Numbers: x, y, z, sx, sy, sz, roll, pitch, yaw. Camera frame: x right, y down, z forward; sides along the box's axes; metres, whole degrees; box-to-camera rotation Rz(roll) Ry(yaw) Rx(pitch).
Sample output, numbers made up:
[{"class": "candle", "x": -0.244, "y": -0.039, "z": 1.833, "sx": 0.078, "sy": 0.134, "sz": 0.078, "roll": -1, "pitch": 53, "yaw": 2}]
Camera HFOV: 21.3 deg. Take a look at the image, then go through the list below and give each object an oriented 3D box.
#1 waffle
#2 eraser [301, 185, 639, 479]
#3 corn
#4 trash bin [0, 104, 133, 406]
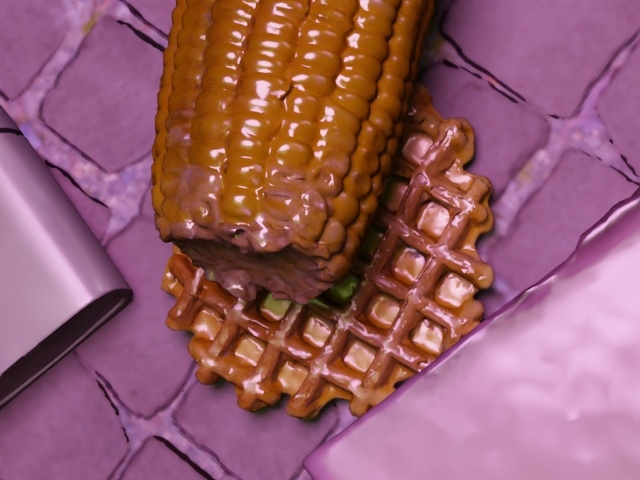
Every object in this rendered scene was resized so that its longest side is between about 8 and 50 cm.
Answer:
[{"class": "waffle", "x": 0.004, "y": 0.003, "z": 0.865, "sx": 0.191, "sy": 0.038, "sz": 0.191, "roll": -1, "pitch": 85, "yaw": 14}, {"class": "eraser", "x": 0.204, "y": 0.165, "z": 0.759, "sx": 0.272, "sy": 0.122, "sz": 0.359, "roll": -40, "pitch": 76, "yaw": 11}, {"class": "corn", "x": 0.000, "y": -0.143, "z": 0.809, "sx": 0.131, "sy": 0.131, "sz": 0.344, "roll": 11, "pitch": 76, "yaw": 15}, {"class": "trash bin", "x": -0.182, "y": 0.010, "z": 0.903, "sx": 0.116, "sy": 0.059, "sz": 0.130, "roll": -39, "pitch": 78, "yaw": 11}]
